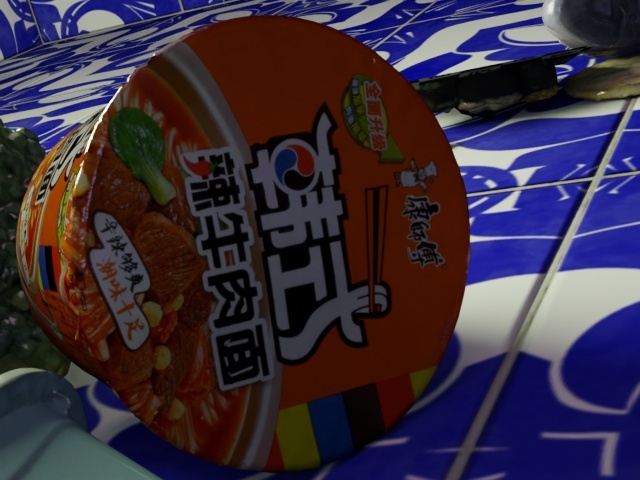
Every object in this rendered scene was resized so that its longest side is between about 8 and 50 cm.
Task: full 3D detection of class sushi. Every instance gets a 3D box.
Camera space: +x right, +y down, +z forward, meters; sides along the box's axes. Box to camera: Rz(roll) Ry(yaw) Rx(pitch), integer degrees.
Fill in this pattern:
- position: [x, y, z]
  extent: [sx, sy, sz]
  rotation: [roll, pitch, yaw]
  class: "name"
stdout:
- position: [0.181, -0.157, 1.275]
  extent: [0.215, 0.050, 0.192]
  rotation: [-11, 2, 1]
  class: "sushi"

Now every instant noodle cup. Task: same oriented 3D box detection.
- position: [-0.064, 0.005, 0.716]
  extent: [0.250, 0.250, 0.192]
  rotation: [-26, 11, -29]
  class: "instant noodle cup"

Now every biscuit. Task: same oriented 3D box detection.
- position: [0.335, -0.180, 1.264]
  extent: [0.152, 0.020, 0.152]
  rotation: [-14, 17, 4]
  class: "biscuit"

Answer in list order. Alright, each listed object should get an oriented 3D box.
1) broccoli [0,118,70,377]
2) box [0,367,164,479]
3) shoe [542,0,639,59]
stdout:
- position: [-0.338, 0.029, 0.845]
  extent: [0.348, 0.293, 0.281]
  rotation: [-19, -24, -45]
  class: "broccoli"
- position: [-0.138, 0.164, 0.408]
  extent: [0.130, 0.162, 0.227]
  rotation: [15, 34, 39]
  class: "box"
- position: [0.313, -0.247, 1.322]
  extent: [0.245, 0.095, 0.138]
  rotation: [-6, -4, -40]
  class: "shoe"
